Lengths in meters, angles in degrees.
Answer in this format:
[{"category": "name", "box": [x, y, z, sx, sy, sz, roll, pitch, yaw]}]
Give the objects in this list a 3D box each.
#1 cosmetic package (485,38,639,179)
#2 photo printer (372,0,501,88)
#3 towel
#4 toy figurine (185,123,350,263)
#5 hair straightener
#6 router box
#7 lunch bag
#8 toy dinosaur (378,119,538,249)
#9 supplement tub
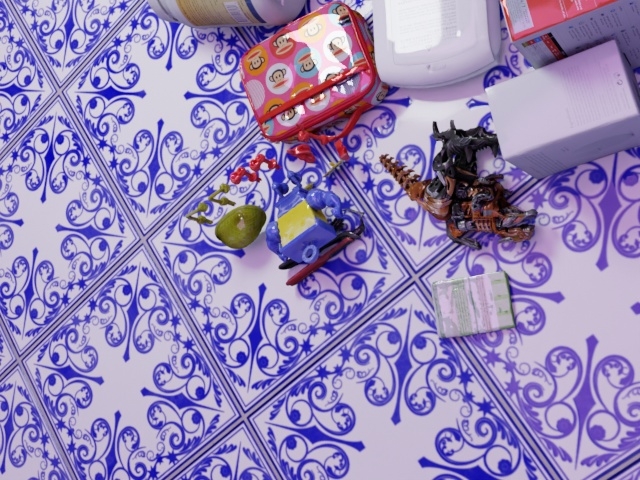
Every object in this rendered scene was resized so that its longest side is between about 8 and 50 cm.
[{"category": "cosmetic package", "box": [0.433, -0.216, 1.454, 0.224, 0.224, 0.138, -20, 76, 25]}, {"category": "photo printer", "box": [0.225, -0.456, 1.659, 0.256, 0.107, 0.307, -6, 82, 26]}, {"category": "towel", "box": [0.292, 0.124, 1.614, 0.152, 0.023, 0.113, -11, 82, 25]}, {"category": "toy figurine", "box": [-0.080, -0.035, 1.708, 0.362, 0.191, 0.217, -35, 57, 21]}, {"category": "hair straightener", "box": [0.000, 0.000, 1.766, 0.230, 0.047, 0.089, -38, 68, 22]}, {"category": "router box", "box": [0.488, -0.364, 1.379, 0.301, 0.335, 0.082, -17, 76, 25]}, {"category": "lunch bag", "box": [-0.010, -0.329, 1.775, 0.293, 0.120, 0.258, -25, 78, 23]}, {"category": "toy dinosaur", "box": [0.255, -0.105, 1.592, 0.322, 0.164, 0.218, 16, 110, 8]}, {"category": "supplement tub", "box": [-0.208, -0.580, 1.839, 0.316, 0.228, 0.228, 6, 87, 28]}]
